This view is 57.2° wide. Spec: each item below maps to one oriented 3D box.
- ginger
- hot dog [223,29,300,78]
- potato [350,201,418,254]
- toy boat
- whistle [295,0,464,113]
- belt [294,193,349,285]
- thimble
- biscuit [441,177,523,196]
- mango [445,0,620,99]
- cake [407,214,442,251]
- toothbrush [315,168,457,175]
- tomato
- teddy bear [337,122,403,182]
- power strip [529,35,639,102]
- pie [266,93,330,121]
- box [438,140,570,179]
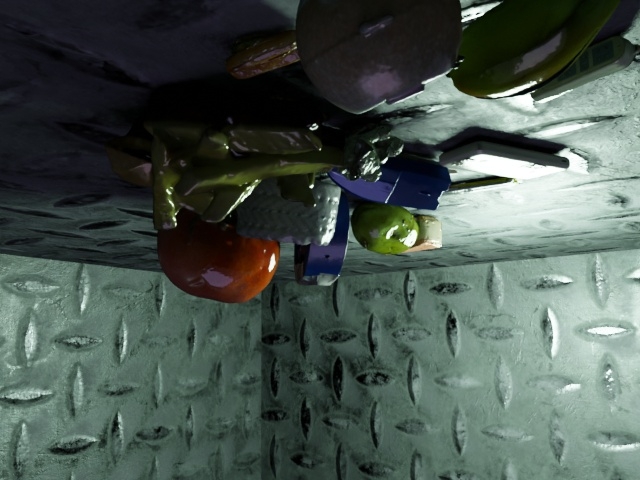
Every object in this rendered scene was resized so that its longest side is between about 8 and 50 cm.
[{"bbox_3d":[-0.156,-0.115,1.077,0.414,0.211,0.358,3,176,29],"label":"ginger"},{"bbox_3d":[-0.079,-0.266,0.823,0.133,0.041,0.056,-13,166,20],"label":"hot dog"},{"bbox_3d":[0.195,-0.042,1.789,0.186,0.148,0.253,-21,155,17],"label":"potato"},{"bbox_3d":[0.143,-0.145,1.336,0.295,0.088,0.129,7,127,-23],"label":"toy boat"},{"bbox_3d":[0.067,-0.248,0.700,0.189,0.189,0.348,-2,-168,7],"label":"whistle"},{"bbox_3d":[0.000,0.000,1.718,0.117,0.212,0.347,0,147,-12],"label":"belt"},{"bbox_3d":[-0.081,-0.074,1.435,0.246,0.157,0.217,8,-179,4],"label":"thimble"},{"bbox_3d":[0.390,-0.141,1.577,0.292,0.026,0.048,-6,165,25],"label":"biscuit"},{"bbox_3d":[0.265,-0.252,0.730,0.233,0.111,0.125,-26,169,40],"label":"mango"},{"bbox_3d":[0.298,-0.018,2.014,0.225,0.109,0.090,-9,167,36],"label":"cake"},{"bbox_3d":[0.153,-0.167,1.402,0.375,0.037,0.028,-1,173,-13],"label":"toothbrush"},{"bbox_3d":[-0.284,0.032,1.606,0.342,0.272,0.341,18,-154,-9],"label":"tomato"},{"bbox_3d":[0.076,-0.177,1.133,0.133,0.111,0.213,-52,169,19],"label":"teddy bear"},{"bbox_3d":[0.381,-0.254,0.885,0.030,0.047,0.191,11,164,-34],"label":"power strip"},{"bbox_3d":[-0.057,-0.227,1.041,0.092,0.034,0.170,-8,174,24],"label":"pie"},{"bbox_3d":[0.418,-0.178,1.331,0.285,0.044,0.142,4,171,-28],"label":"box"}]
